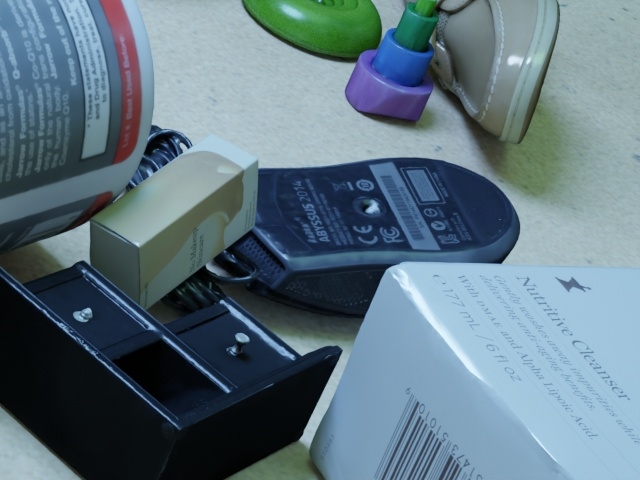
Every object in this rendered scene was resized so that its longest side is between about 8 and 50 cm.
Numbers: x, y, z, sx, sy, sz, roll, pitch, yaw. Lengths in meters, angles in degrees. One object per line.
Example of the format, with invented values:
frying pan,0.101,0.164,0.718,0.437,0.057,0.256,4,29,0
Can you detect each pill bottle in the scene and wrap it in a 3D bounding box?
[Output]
pill bottle,-0.278,-0.068,1.077,0.210,0.210,0.363,38,32,21

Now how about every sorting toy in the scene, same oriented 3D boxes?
sorting toy,0.001,-0.251,1.661,0.127,0.126,0.365,0,37,-37

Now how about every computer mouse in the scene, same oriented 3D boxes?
computer mouse,0.000,0.000,1.329,0.272,0.072,0.188,0,39,-17

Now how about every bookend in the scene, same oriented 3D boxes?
bookend,-0.099,0.066,1.137,0.156,0.072,0.157,38,32,22

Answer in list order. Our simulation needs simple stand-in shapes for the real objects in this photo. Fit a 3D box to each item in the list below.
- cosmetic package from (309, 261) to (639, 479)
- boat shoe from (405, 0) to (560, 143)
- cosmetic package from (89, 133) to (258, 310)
cosmetic package,0.216,0.133,1.181,0.385,0.156,0.217,-1,37,-36
boat shoe,0.121,-0.177,1.654,0.110,0.122,0.341,15,21,-9
cosmetic package,-0.089,-0.011,1.209,0.041,0.060,0.115,28,47,25
